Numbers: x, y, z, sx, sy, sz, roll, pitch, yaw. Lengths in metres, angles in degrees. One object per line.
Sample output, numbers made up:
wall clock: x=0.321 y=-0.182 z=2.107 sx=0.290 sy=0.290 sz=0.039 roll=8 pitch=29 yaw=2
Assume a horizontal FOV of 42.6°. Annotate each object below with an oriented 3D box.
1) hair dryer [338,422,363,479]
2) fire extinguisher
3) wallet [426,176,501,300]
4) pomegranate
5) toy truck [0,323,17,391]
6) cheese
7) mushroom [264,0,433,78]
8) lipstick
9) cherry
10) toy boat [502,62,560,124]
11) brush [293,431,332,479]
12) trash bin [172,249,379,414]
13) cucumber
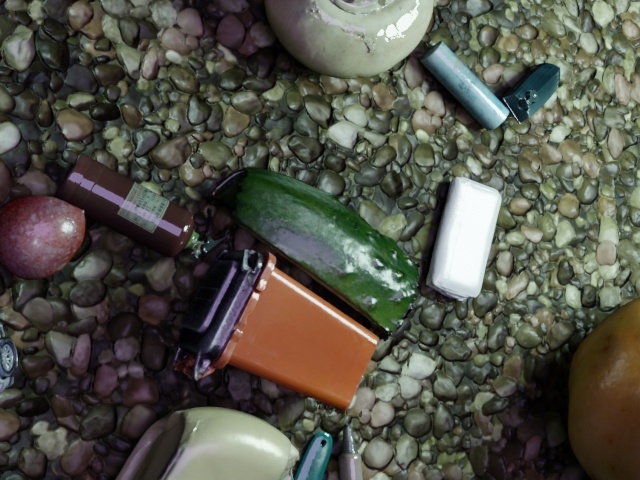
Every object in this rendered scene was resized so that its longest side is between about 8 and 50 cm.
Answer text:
hair dryer: x=0.029 y=0.385 z=1.175 sx=0.195 sy=0.054 sz=0.220 roll=-16 pitch=92 yaw=-22
fire extinguisher: x=-0.229 y=-0.042 z=1.097 sx=0.231 sy=0.071 sz=0.099 roll=28 pitch=50 yaw=-18
wallet: x=0.225 y=0.000 z=1.284 sx=0.095 sy=0.033 sz=0.190 roll=16 pitch=80 yaw=-18
pomegranate: x=0.582 y=0.271 z=1.235 sx=0.412 sy=0.411 sz=0.411 roll=1 pitch=87 yaw=-21
toy truck: x=-0.444 y=0.073 z=0.918 sx=0.124 sy=0.155 sz=0.268 roll=-6 pitch=104 yaw=3
cheese: x=-0.148 y=0.350 z=1.072 sx=0.233 sy=0.127 sz=0.266 roll=32 pitch=79 yaw=-20
mushroom: x=0.043 y=-0.354 z=1.147 sx=0.246 sy=0.202 sz=0.246 roll=2 pitch=80 yaw=-12
lipstick: x=0.227 y=-0.242 z=1.290 sx=0.158 sy=0.048 sz=0.048 roll=43 pitch=74 yaw=-13
cherry: x=-0.397 y=0.016 z=1.024 sx=0.226 sy=0.090 sz=0.107 roll=-27 pitch=120 yaw=-1
toy boat: x=0.350 y=-0.248 z=1.335 sx=0.141 sy=0.060 sz=0.055 roll=-44 pitch=104 yaw=-29
brush: x=-0.024 y=0.367 z=1.167 sx=0.043 sy=0.032 sz=0.193 roll=27 pitch=79 yaw=-17
trash bin: x=-0.060 y=0.139 z=1.102 sx=0.239 sy=0.161 sz=0.184 roll=32 pitch=76 yaw=-20
cucumber: x=0.002 y=-0.002 z=1.164 sx=0.325 sy=0.105 sz=0.145 roll=35 pitch=76 yaw=-13
